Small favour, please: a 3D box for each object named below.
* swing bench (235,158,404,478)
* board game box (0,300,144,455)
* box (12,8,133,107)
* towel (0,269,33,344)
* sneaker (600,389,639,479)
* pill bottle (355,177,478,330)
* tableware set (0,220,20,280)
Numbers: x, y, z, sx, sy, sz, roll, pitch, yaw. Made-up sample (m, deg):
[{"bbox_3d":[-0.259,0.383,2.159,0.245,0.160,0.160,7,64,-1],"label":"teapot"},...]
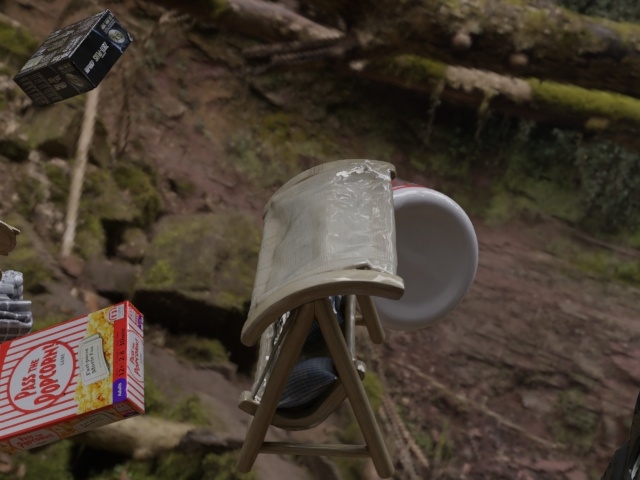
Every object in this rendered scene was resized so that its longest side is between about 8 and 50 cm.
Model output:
[{"bbox_3d":[0.000,0.075,1.020,0.165,0.255,0.253,2,30,2],"label":"swing bench"},{"bbox_3d":[-0.318,0.174,1.196,0.193,0.147,0.045,-19,-40,12],"label":"board game box"},{"bbox_3d":[-0.463,-0.339,1.772,0.180,0.147,0.077,-9,-48,38],"label":"box"},{"bbox_3d":[-0.564,0.175,1.362,0.283,0.235,0.121,0,29,-34],"label":"towel"},{"bbox_3d":[0.365,0.158,0.669,0.257,0.447,0.169,19,24,4],"label":"sneaker"},{"bbox_3d":[0.077,-0.003,1.487,0.210,0.210,0.363,27,1,-22],"label":"pill bottle"},{"bbox_3d":[-0.486,0.009,1.270,0.141,0.020,0.169,19,-50,-15],"label":"tableware set"}]
